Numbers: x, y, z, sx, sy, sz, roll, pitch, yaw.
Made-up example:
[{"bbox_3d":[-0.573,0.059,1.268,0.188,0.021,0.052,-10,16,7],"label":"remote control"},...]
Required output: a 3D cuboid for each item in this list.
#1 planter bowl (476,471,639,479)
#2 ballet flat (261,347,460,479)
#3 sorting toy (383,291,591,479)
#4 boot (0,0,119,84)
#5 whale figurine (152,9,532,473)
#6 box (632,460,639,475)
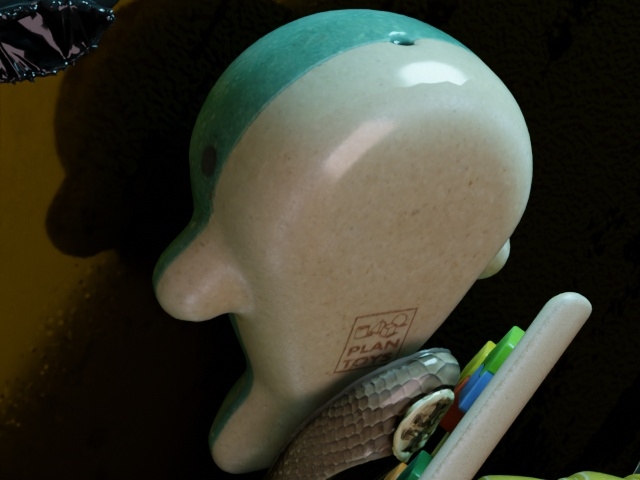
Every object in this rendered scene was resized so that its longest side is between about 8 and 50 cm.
[{"bbox_3d":[0.100,0.209,0.935,0.090,0.217,0.217,33,83,2],"label":"planter bowl"},{"bbox_3d":[-0.013,0.152,0.837,0.250,0.058,0.084,-43,149,12],"label":"ballet flat"},{"bbox_3d":[0.071,0.118,0.886,0.038,0.208,0.193,36,80,7],"label":"sorting toy"},{"bbox_3d":[-0.126,-0.108,0.727,0.121,0.099,0.045,-21,115,-27],"label":"boot"},{"bbox_3d":[0.000,0.000,0.839,0.216,0.141,0.272,-9,132,-30],"label":"whale figurine"},{"bbox_3d":[0.291,0.253,1.105,0.242,0.076,0.307,39,80,-34],"label":"box"}]
